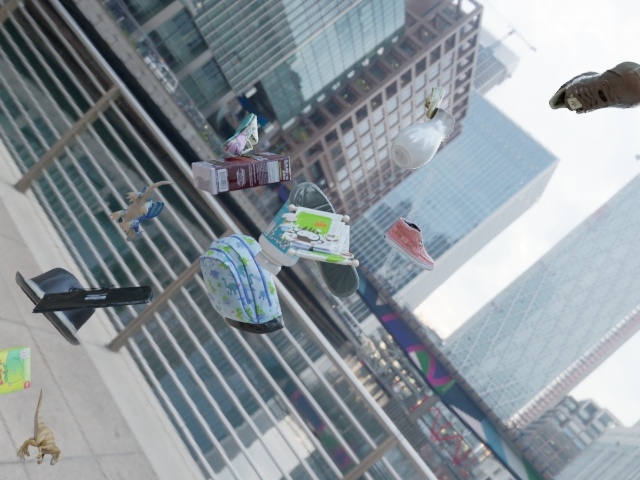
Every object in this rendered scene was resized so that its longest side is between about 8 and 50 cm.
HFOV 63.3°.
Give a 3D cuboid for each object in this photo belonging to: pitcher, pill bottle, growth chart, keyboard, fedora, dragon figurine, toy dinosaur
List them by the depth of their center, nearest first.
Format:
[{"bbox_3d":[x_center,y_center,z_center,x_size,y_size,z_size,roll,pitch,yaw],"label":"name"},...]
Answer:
[{"bbox_3d":[-0.394,0.112,0.922,0.100,0.191,0.038,-119,-152,-70],"label":"keyboard"},{"bbox_3d":[-0.007,-0.015,1.156,0.237,0.171,0.021,-91,-170,-61],"label":"growth chart"},{"bbox_3d":[-0.729,0.510,1.354,0.211,0.112,0.064,46,-18,30],"label":"toy dinosaur"},{"bbox_3d":[-0.537,-0.105,1.572,0.085,0.289,0.144,43,17,-3],"label":"dragon figurine"},{"bbox_3d":[0.312,-0.292,1.619,0.125,0.207,0.178,38,-29,25],"label":"pitcher"},{"bbox_3d":[-0.099,-0.020,1.669,0.146,0.264,0.146,37,5,-4],"label":"pill bottle"},{"bbox_3d":[-0.909,0.206,1.826,0.334,0.152,0.334,35,-31,24],"label":"fedora"}]

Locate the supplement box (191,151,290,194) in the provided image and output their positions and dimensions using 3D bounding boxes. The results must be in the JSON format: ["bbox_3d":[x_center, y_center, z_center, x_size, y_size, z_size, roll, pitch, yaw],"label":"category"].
[{"bbox_3d":[-0.217,-0.190,1.436,0.130,0.239,0.073,22,-60,51],"label":"supplement box"}]

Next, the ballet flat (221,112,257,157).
[{"bbox_3d":[-0.241,-0.324,1.647,0.079,0.076,0.222,47,36,-20],"label":"ballet flat"}]

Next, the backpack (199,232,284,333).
[{"bbox_3d":[-0.299,0.153,1.928,0.290,0.273,0.356,11,-77,48],"label":"backpack"}]

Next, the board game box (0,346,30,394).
[{"bbox_3d":[-0.708,0.285,1.102,0.181,0.043,0.092,8,80,-72],"label":"board game box"}]

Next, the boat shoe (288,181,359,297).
[{"bbox_3d":[0.003,0.000,1.382,0.321,0.118,0.103,63,-9,-7],"label":"boat shoe"}]

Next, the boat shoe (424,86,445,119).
[{"bbox_3d":[0.342,-0.422,1.591,0.045,0.135,0.050,20,-36,13],"label":"boat shoe"}]

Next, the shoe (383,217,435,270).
[{"bbox_3d":[0.271,0.011,1.470,0.178,0.081,0.063,35,23,-9],"label":"shoe"}]

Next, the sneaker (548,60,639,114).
[{"bbox_3d":[0.392,-0.203,0.736,0.066,0.071,0.188,58,9,-10],"label":"sneaker"}]
